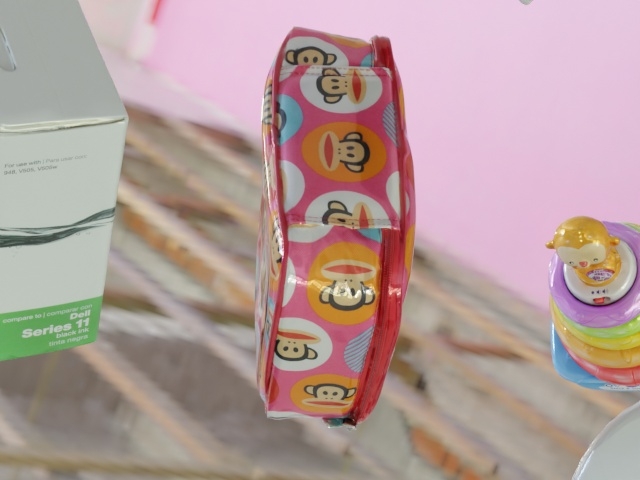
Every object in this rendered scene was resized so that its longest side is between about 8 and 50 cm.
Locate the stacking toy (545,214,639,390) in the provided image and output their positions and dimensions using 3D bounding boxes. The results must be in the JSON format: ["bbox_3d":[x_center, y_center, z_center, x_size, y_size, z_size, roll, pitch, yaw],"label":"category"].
[{"bbox_3d":[0.280,0.037,1.813,0.175,0.165,0.302,-3,163,19],"label":"stacking toy"}]

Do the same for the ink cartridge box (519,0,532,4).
[{"bbox_3d":[0.193,-0.336,1.477,0.168,0.171,0.232,43,-131,-2],"label":"ink cartridge box"}]

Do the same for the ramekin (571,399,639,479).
[{"bbox_3d":[0.318,0.231,1.436,0.277,0.277,0.135,27,-169,32],"label":"ramekin"}]

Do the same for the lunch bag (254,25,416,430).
[{"bbox_3d":[0.000,0.000,1.542,0.120,0.258,0.293,4,-128,-6],"label":"lunch bag"}]

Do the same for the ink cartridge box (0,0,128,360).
[{"bbox_3d":[-0.193,-0.049,1.214,0.087,0.208,0.153,-9,-130,-22],"label":"ink cartridge box"}]
